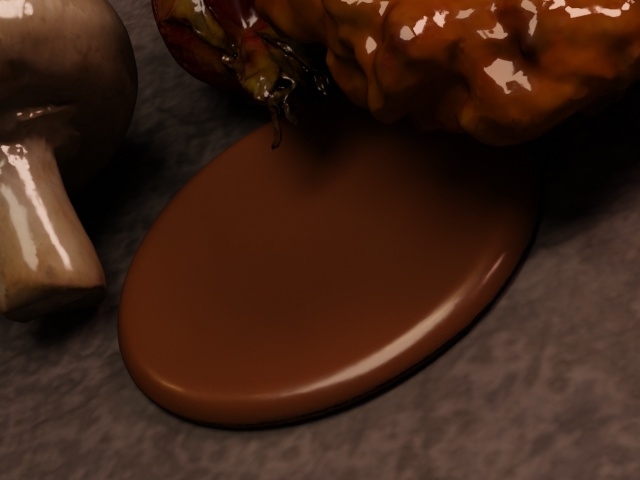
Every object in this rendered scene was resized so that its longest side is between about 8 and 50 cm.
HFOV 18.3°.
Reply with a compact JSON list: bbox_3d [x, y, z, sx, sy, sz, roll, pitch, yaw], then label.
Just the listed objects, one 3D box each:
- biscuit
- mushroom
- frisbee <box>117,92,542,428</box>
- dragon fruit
[{"bbox_3d":[0.114,-0.178,1.062,0.312,0.110,0.318,-24,49,-17],"label":"biscuit"},{"bbox_3d":[-0.191,-0.051,1.142,0.207,0.207,0.215,-28,69,3],"label":"mushroom"},{"bbox_3d":[0.000,0.000,1.073,0.250,0.021,0.251,-18,39,15],"label":"frisbee"},{"bbox_3d":[-0.038,-0.133,1.166,0.125,0.125,0.246,-3,34,-13],"label":"dragon fruit"}]
